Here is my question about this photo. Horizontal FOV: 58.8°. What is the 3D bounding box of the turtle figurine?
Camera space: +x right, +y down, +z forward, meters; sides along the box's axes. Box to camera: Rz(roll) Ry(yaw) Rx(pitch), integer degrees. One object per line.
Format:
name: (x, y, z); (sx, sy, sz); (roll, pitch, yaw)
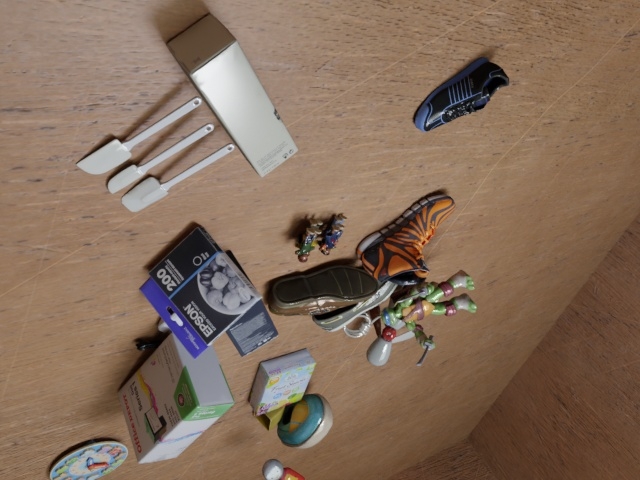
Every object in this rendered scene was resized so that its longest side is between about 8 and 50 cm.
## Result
turtle figurine: (0.322, 0.207, 1.595); (0.266, 0.197, 0.275); (-22, 179, -11)

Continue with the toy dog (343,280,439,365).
toy dog: (0.243, 0.225, 1.816); (0.334, 0.220, 0.161); (-41, -177, 12)

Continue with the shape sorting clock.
shape sorting clock: (-0.643, 0.625, 1.586); (0.206, 0.040, 0.206); (-23, 142, -20)

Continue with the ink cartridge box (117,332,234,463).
ink cartridge box: (-0.360, 0.384, 1.387); (0.117, 0.201, 0.278); (10, 133, -48)

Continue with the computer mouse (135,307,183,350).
computer mouse: (-0.351, 0.200, 1.363); (0.106, 0.042, 0.193); (18, 117, -49)

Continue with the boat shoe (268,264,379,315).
boat shoe: (0.005, 0.143, 1.554); (0.307, 0.110, 0.104); (-2, 146, -19)

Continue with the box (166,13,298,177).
box: (-0.144, -0.242, 0.992); (0.094, 0.113, 0.275); (-36, 146, -3)

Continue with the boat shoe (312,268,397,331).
boat shoe: (0.107, 0.153, 1.651); (0.305, 0.109, 0.091); (-39, 150, 9)

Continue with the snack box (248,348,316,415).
snack box: (-0.125, 0.455, 1.820); (0.175, 0.070, 0.207); (-11, 135, -33)

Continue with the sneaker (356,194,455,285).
sneaker: (0.275, 0.015, 1.579); (0.321, 0.180, 0.124); (-35, 145, -4)

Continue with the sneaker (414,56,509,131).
sneaker: (0.330, -0.327, 1.323); (0.232, 0.090, 0.081); (-42, 145, 5)

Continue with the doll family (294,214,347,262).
doll family: (0.000, 0.000, 1.419); (0.193, 0.076, 0.111); (-8, 130, -40)

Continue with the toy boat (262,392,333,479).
toy boat: (-0.084, 0.652, 1.885); (0.148, 0.318, 0.267); (34, 142, -19)

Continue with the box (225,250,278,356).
box: (-0.199, 0.152, 1.346); (0.108, 0.153, 0.207); (-30, 145, -11)

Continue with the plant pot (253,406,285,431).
plant pot: (-0.165, 0.572, 1.912); (0.083, 0.081, 0.081); (-30, 147, -35)

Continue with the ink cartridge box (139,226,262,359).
ink cartridge box: (-0.264, 0.113, 1.205); (0.208, 0.206, 0.045); (-43, 170, 8)

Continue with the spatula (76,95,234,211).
spatula: (-0.286, -0.151, 1.029); (0.242, 0.019, 0.168); (-31, 139, 4)
